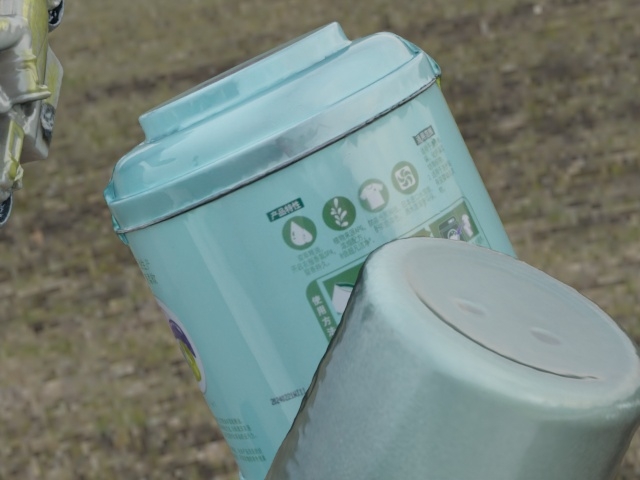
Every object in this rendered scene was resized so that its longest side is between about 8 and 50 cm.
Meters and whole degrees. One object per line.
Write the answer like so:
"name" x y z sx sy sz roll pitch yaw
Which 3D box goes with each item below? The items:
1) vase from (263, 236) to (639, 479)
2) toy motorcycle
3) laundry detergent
"vase" 0.053 0.156 1.072 0.245 0.291 0.245 19 22 -8
"toy motorcycle" -0.280 -0.174 1.481 0.108 0.223 0.341 -9 48 15
"laundry detergent" 0.000 0.000 1.453 0.287 0.305 0.287 -25 7 4
